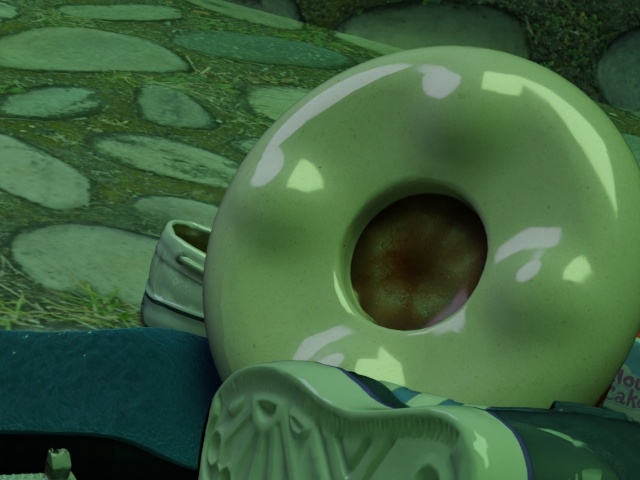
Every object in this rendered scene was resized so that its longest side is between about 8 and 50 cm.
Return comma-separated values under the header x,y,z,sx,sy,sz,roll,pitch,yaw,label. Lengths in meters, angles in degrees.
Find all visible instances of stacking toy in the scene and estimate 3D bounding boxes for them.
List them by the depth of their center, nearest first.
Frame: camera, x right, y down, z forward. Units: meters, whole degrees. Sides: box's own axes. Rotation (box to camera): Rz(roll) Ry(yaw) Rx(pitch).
x,y,z,sx,sy,sz,roll,pitch,yaw,label
0.147,0.081,1.382,0.350,0.351,0.480,25,-8,30,stacking toy

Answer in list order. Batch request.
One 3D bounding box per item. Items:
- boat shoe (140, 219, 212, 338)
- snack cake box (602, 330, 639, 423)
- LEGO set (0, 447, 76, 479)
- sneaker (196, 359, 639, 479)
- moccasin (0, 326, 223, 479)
x,y,z,sx,sy,sz,roll,pitch,yaw,label
0.010,0.046,1.632,0.367,0.156,0.136,15,20,8,boat shoe
0.400,0.147,1.699,0.264,0.089,0.152,24,24,28,snack cake box
-0.071,0.250,0.973,0.255,0.192,0.331,4,22,-23,LEGO set
0.093,0.151,0.950,0.236,0.130,0.323,14,-9,-30,sneaker
-0.177,0.131,1.266,0.342,0.117,0.138,15,53,-28,moccasin
